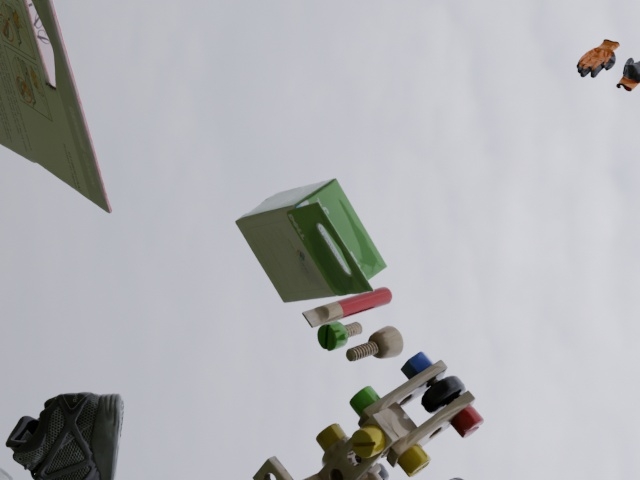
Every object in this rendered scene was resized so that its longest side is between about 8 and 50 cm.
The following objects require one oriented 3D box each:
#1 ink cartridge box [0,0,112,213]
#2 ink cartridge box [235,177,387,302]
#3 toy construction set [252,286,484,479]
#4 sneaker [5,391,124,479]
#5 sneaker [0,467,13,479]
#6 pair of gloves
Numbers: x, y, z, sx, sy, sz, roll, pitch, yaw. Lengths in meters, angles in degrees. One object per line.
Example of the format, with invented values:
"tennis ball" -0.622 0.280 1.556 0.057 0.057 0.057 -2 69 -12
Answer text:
"ink cartridge box" -0.247 -0.196 1.163 0.261 0.066 0.296 29 -40 42
"ink cartridge box" 0.000 0.000 1.499 0.109 0.062 0.209 60 -25 -9
"toy construction set" 0.032 0.228 1.722 0.257 0.237 0.309 -22 -97 47
"sneaker" -0.308 0.284 1.725 0.087 0.130 0.227 -90 -173 -71
"sneaker" -0.249 0.238 1.068 0.129 0.297 0.111 -30 125 -66
"pair of gloves" 0.327 -0.194 1.587 0.083 0.074 0.010 23 -41 32
